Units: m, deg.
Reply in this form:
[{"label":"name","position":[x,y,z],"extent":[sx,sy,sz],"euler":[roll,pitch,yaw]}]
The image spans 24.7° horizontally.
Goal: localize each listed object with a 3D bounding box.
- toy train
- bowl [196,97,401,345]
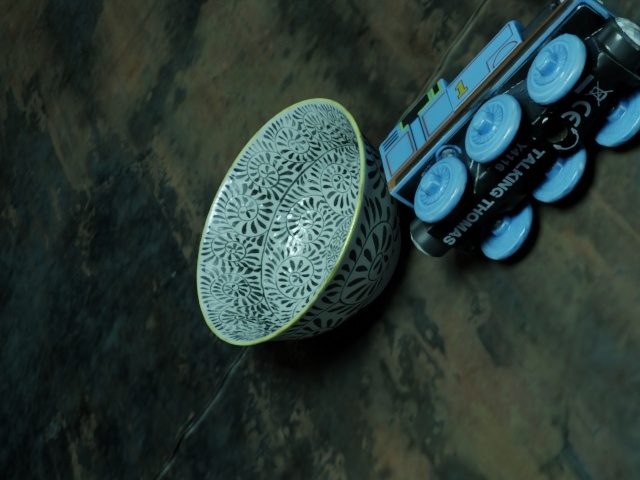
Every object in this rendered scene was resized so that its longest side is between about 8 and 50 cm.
[{"label":"toy train","position":[0.114,-0.071,0.857],"extent":[0.184,0.080,0.105],"euler":[-47,32,25]},{"label":"bowl","position":[0.000,0.000,0.962],"extent":[0.170,0.080,0.170],"euler":[-32,45,40]}]
